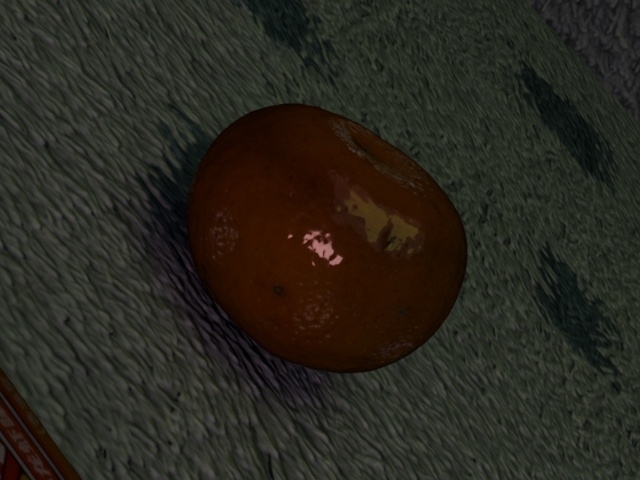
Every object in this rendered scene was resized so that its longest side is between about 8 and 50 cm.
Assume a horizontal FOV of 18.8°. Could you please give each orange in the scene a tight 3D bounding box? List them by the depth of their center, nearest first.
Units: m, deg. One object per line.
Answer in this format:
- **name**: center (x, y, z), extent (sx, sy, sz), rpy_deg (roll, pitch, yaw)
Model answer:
- **orange**: center (0.000, 0.000, 1.458), extent (0.224, 0.170, 0.224), rpy_deg (32, 16, -10)

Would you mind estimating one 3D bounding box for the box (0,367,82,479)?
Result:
- **box**: center (-0.243, 0.127, 0.738), extent (0.283, 0.214, 0.259), rpy_deg (54, 24, 4)
